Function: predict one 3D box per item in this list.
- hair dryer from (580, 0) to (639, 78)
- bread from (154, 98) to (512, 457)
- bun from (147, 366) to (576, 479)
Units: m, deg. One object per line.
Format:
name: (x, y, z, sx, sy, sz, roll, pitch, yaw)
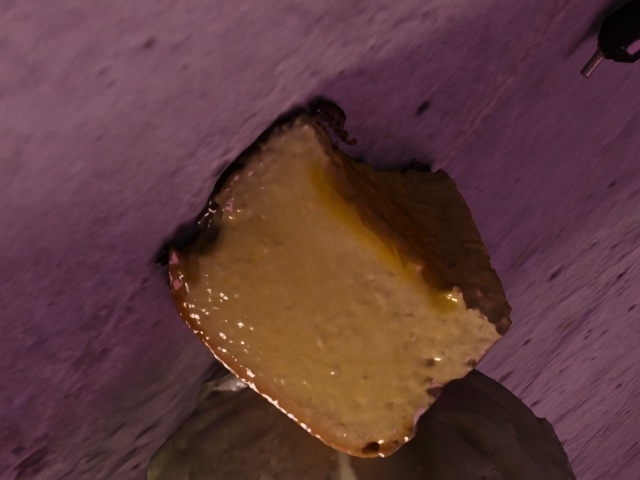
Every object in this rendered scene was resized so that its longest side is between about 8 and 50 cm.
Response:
hair dryer: (0.244, -0.158, 0.828, 0.219, 0.071, 0.124, -35, 157, 8)
bread: (0.000, 0.000, 0.772, 0.160, 0.169, 0.140, 35, 109, -23)
bun: (0.009, 0.146, 0.863, 0.293, 0.293, 0.187, -27, 114, -24)
